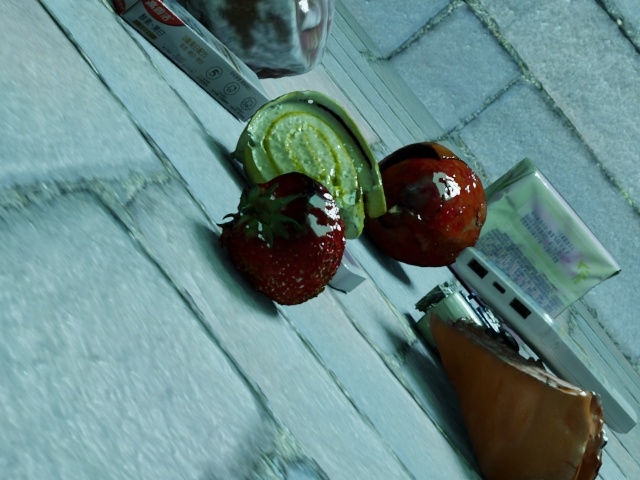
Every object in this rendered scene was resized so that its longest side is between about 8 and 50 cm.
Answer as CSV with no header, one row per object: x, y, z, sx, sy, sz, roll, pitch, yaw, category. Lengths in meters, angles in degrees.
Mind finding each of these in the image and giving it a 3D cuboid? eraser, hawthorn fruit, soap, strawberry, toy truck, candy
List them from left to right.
-0.070,-0.291,1.946,0.289,0.157,0.214,-58,138,-77,candy
-0.025,0.000,1.342,0.106,0.106,0.106,49,10,-12,strawberry
0.000,0.000,1.625,0.105,0.026,0.065,55,13,18,eraser
0.110,-0.037,1.947,0.148,0.148,0.172,54,29,13,hawthorn fruit
0.178,0.133,1.808,0.201,0.074,0.088,53,15,14,toy truck
0.286,0.014,2.389,0.199,0.182,0.138,49,8,-11,soap

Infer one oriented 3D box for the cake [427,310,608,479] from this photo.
0.189,0.144,1.651,0.098,0.135,0.287,12,29,-28,cake

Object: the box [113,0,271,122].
-0.130,-0.195,1.702,0.218,0.039,0.055,39,17,-49,box

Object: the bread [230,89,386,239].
-0.009,-0.064,1.585,0.156,0.118,0.064,61,-22,22,bread

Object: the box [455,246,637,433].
0.236,0.107,1.756,0.142,0.044,0.285,47,2,38,box

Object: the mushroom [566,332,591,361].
0.324,0.136,2.531,0.202,0.054,0.059,41,8,-24,mushroom
